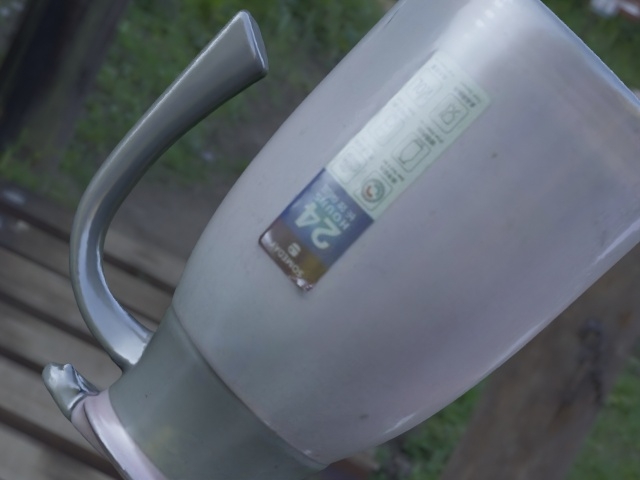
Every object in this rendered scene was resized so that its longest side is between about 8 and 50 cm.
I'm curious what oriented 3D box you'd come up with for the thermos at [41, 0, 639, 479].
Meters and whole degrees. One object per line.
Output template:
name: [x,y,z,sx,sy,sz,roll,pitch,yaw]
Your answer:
thermos: [0.000,0.000,0.539,0.137,0.193,0.105,46,7,4]
